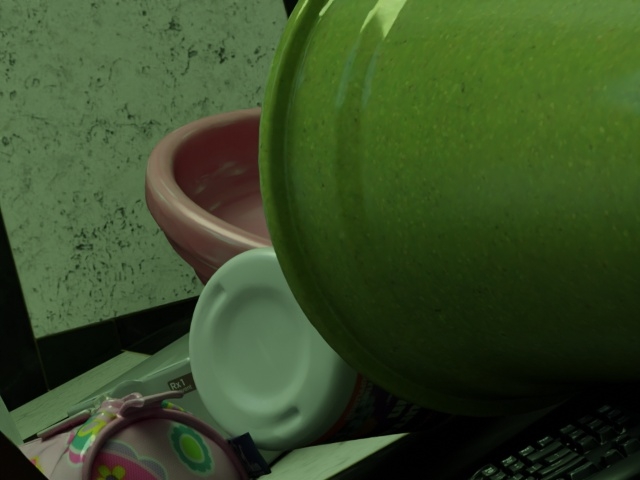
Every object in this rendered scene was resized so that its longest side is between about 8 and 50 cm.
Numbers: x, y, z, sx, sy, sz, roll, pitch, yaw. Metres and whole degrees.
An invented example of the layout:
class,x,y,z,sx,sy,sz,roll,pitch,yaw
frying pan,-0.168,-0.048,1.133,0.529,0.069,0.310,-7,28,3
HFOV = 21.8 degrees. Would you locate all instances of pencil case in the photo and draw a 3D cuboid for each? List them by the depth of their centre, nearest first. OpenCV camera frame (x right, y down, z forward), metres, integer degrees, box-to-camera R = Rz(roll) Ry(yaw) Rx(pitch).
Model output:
class,x,y,z,sx,sy,sz,roll,pitch,yaw
pencil case,-0.163,0.163,0.906,0.284,0.124,0.124,-22,6,41

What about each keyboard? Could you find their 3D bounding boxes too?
class,x,y,z,sx,sy,sz,roll,pitch,yaw
keyboard,0.060,0.120,0.716,0.180,0.023,0.108,-27,3,-8

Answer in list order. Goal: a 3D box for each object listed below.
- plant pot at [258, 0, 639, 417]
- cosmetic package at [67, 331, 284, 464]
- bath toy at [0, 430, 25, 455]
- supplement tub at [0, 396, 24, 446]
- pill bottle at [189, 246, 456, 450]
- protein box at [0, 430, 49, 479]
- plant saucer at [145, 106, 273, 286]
class,x,y,z,sx,sy,sz,roll,pitch,yaw
plant pot,0.150,-0.039,0.750,0.276,0.276,0.254,-28,15,-23
cosmetic package,-0.059,0.105,1.225,0.127,0.107,0.238,-24,7,35
bath toy,-0.276,0.208,0.739,0.348,0.151,0.129,-30,-29,1
supplement tub,-0.412,0.201,1.333,0.325,0.235,0.235,-28,3,-17
pill bottle,0.028,0.057,0.934,0.108,0.108,0.193,-25,-15,36
protein box,-0.215,0.121,0.570,0.200,0.136,0.201,-4,-33,17
plant saucer,0.034,-0.009,1.226,0.332,0.084,0.332,7,23,-3
